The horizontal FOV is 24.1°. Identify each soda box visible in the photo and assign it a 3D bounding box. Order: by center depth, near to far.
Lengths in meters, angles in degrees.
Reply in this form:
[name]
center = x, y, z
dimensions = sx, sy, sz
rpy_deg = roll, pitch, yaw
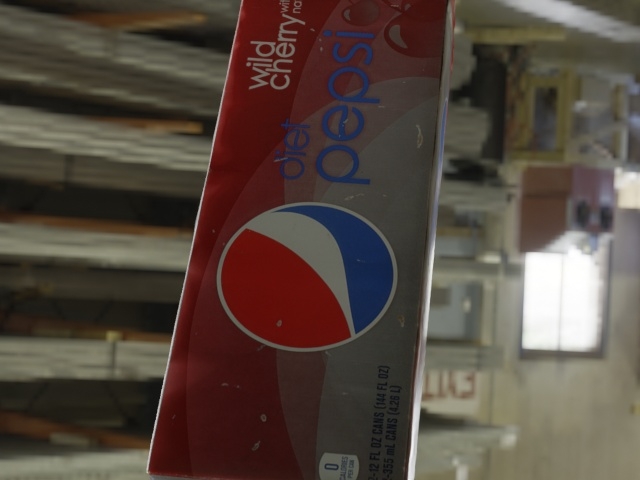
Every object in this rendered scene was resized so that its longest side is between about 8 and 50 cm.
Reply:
[soda box]
center = 0.000, 0.000, 0.595
dimensions = 0.092, 0.263, 0.083
rpy_deg = 4, 143, 6
